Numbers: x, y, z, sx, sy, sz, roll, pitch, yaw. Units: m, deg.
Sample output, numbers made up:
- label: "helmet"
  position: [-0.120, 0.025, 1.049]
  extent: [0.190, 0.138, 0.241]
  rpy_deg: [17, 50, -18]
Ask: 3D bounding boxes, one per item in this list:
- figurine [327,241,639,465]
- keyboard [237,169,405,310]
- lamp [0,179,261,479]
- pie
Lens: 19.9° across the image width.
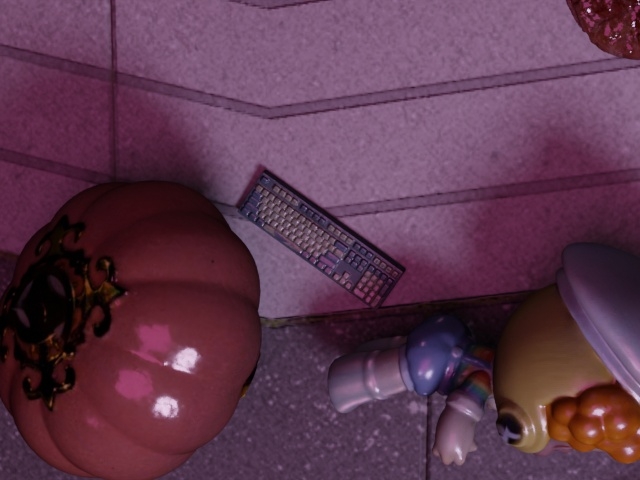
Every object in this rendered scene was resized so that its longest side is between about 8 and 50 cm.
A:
- label: "figurine"
  position: [0.182, 0.112, 1.726]
  extent: [0.382, 0.224, 0.205]
  rpy_deg: [-7, 98, 16]
- label: "keyboard"
  position: [0.000, 0.000, 1.855]
  extent: [0.176, 0.014, 0.055]
  rpy_deg: [36, 113, 4]
- label: "lamp"
  position: [-0.178, 0.093, 1.807]
  extent: [0.305, 0.239, 0.305]
  rpy_deg: [-19, 61, 39]
- label: "pie"
  position: [0.295, -0.242, 1.699]
  extent: [0.153, 0.038, 0.153]
  rpy_deg: [7, 108, 21]
